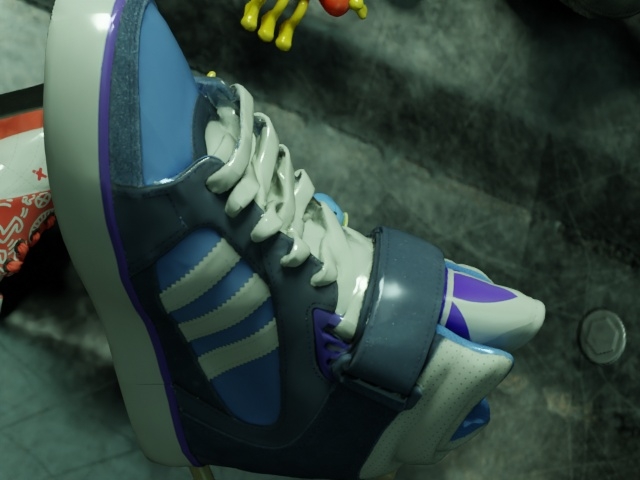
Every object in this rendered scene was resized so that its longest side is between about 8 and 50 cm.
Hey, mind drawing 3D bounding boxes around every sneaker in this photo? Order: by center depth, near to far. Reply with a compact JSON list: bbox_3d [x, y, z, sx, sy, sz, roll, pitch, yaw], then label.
[{"bbox_3d":[0.000,0.001,0.670,0.236,0.130,0.323,-2,127,7],"label":"sneaker"},{"bbox_3d":[-0.212,-0.006,0.786,0.270,0.090,0.145,-24,113,-32],"label":"sneaker"}]

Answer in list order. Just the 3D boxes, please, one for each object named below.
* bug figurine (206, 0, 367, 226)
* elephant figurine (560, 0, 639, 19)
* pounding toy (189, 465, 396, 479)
[{"bbox_3d":[-0.056,-0.119,0.796,0.216,0.072,0.279,21,58,-29],"label":"bug figurine"},{"bbox_3d":[0.201,-0.239,0.924,0.185,0.169,0.240,0,98,19],"label":"elephant figurine"},{"bbox_3d":[-0.041,0.089,0.846,0.206,0.094,0.181,23,83,-8],"label":"pounding toy"}]
